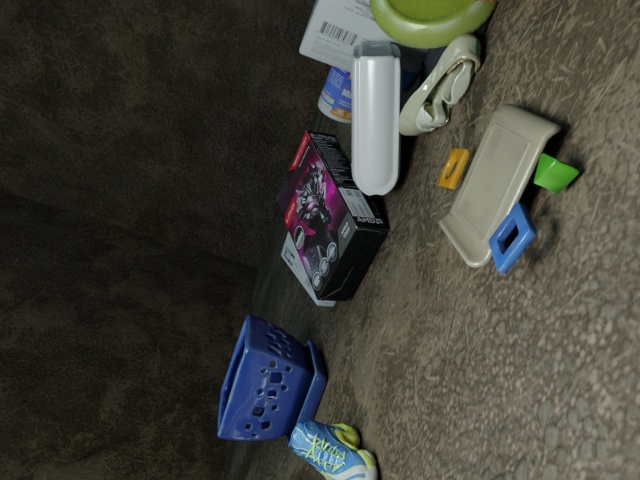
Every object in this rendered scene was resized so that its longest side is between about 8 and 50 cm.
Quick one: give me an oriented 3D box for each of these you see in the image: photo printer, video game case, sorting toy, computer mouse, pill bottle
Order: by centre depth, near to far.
[{"bbox_3d":[0.235,-0.074,0.840,0.347,0.047,0.196,-100,33,-69],"label":"sorting toy"},{"bbox_3d":[0.236,-0.362,1.256,0.272,0.072,0.188,124,162,-59],"label":"computer mouse"},{"bbox_3d":[0.120,-0.259,1.389,0.256,0.107,0.307,-81,-10,-67],"label":"photo printer"},{"bbox_3d":[0.000,0.000,1.694,0.269,0.061,0.244,49,127,52],"label":"video game case"},{"bbox_3d":[0.104,-0.524,2.043,0.152,0.152,0.272,-87,17,-55],"label":"pill bottle"}]

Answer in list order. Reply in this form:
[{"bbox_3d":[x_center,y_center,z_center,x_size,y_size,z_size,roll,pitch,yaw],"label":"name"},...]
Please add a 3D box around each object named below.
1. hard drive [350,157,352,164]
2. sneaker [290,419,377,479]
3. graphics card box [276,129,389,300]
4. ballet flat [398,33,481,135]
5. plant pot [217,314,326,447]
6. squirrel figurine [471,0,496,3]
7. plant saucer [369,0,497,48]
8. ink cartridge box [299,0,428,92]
[{"bbox_3d":[0.076,-0.108,1.750,0.172,0.054,0.254,-93,22,-64],"label":"hard drive"},{"bbox_3d":[0.012,0.366,1.062,0.240,0.126,0.091,-164,91,-81],"label":"sneaker"},{"bbox_3d":[0.014,-0.064,1.528,0.232,0.094,0.371,-62,37,35],"label":"graphics card box"},{"bbox_3d":[0.219,-0.263,1.183,0.248,0.086,0.086,119,165,-47],"label":"ballet flat"},{"bbox_3d":[-0.114,0.345,1.552,0.236,0.212,0.236,-113,41,-76],"label":"plant pot"},{"bbox_3d":[0.208,-0.554,0.949,0.370,0.281,0.396,15,119,50],"label":"squirrel figurine"},{"bbox_3d":[0.203,-0.465,1.157,0.037,0.241,0.241,36,-110,-71],"label":"plant saucer"},{"bbox_3d":[0.149,-0.543,1.428,0.395,0.286,0.166,130,157,-64],"label":"ink cartridge box"}]
